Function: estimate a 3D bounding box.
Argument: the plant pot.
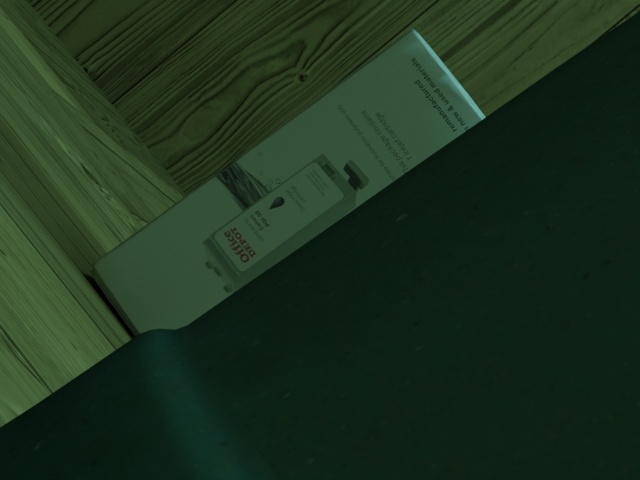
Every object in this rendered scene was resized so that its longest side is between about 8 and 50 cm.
[{"bbox_3d":[0.107,0.090,0.507,0.341,0.334,0.341,49,0,0],"label":"plant pot"}]

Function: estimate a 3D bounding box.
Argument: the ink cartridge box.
[{"bbox_3d":[0.000,0.000,1.199,0.117,0.283,0.207,54,1,16],"label":"ink cartridge box"}]
